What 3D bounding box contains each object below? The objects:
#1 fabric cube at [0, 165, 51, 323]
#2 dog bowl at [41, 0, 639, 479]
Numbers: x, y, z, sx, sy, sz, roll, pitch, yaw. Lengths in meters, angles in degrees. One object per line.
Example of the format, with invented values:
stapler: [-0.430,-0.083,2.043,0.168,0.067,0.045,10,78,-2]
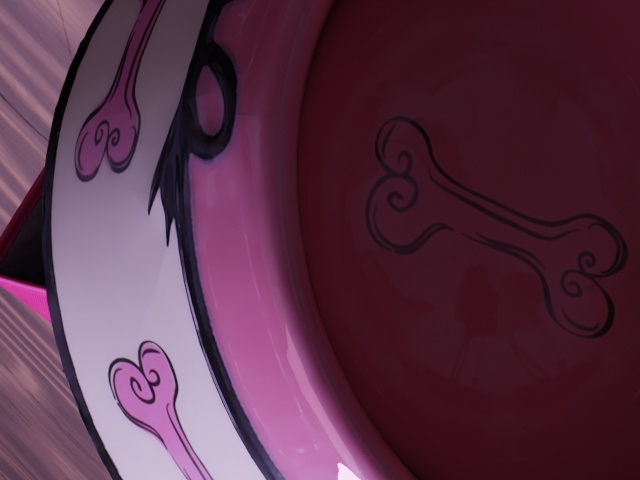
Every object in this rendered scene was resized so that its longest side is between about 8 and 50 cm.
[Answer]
fabric cube: [0.000,0.000,0.788,0.254,0.259,0.258,9,153,40]
dog bowl: [0.090,-0.007,0.560,0.408,0.408,0.150,52,152,-12]
